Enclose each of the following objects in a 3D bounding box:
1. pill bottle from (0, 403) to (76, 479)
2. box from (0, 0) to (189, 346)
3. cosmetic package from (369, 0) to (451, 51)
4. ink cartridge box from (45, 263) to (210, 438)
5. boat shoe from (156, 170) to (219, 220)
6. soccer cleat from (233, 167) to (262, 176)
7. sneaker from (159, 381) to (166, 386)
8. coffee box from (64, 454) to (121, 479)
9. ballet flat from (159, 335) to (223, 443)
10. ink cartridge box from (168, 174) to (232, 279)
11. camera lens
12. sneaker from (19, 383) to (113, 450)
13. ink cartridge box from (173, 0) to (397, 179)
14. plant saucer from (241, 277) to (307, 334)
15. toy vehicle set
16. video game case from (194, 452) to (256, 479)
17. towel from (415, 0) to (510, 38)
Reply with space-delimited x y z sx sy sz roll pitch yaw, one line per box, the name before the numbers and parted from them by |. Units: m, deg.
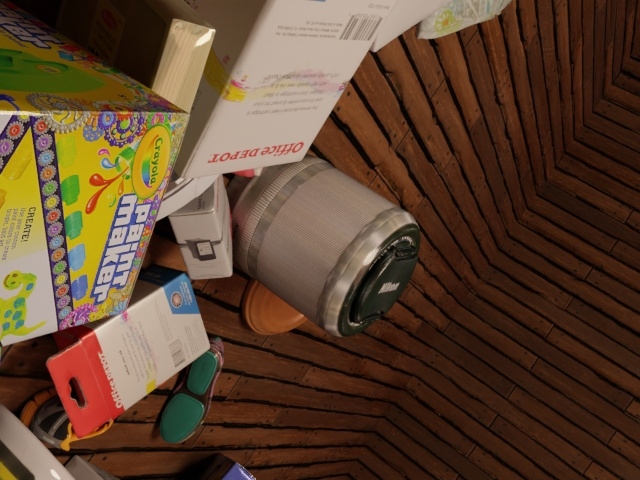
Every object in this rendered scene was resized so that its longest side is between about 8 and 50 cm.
pill bottle | -0.459 0.369 0.885 0.334 0.188 0.188 -43 153 -26
box | -0.303 -0.069 0.500 0.279 0.290 0.177 -14 132 -57
cosmetic package | 0.098 -0.399 0.946 0.224 0.138 0.224 -39 154 -37
ink cartridge box | -0.273 0.147 1.032 0.231 0.078 0.134 -34 122 -39
boat shoe | -0.230 -0.080 0.848 0.306 0.113 0.105 -33 144 -12
soccer cleat | -0.102 -0.199 0.977 0.083 0.095 0.248 -47 150 -51
sneaker | -0.241 0.174 1.195 0.064 0.067 0.175 -27 145 -50
coffee box | -0.379 0.496 1.277 0.168 0.119 0.297 -49 155 -18
ballet flat | -0.222 0.267 1.355 0.222 0.076 0.079 -66 174 20
ink cartridge box | -0.161 -0.033 1.025 0.150 0.063 0.109 85 1 -54
camera lens | 0.000 0.000 1.170 0.219 0.274 0.219 -42 153 -28
sneaker | -0.328 0.242 1.099 0.215 0.083 0.084 -25 140 -51
ink cartridge box | -0.077 -0.232 0.767 0.198 0.197 0.270 -17 147 -52
plant saucer | -0.057 0.099 1.423 0.200 0.037 0.200 -27 136 -29
toy vehicle set | -0.181 -0.155 0.658 0.035 0.267 0.166 5 120 -37
video game case | -0.258 0.562 1.525 0.269 0.061 0.244 -48 -176 -18
towel | 0.285 -0.536 1.259 0.320 0.090 0.375 -31 146 -45
